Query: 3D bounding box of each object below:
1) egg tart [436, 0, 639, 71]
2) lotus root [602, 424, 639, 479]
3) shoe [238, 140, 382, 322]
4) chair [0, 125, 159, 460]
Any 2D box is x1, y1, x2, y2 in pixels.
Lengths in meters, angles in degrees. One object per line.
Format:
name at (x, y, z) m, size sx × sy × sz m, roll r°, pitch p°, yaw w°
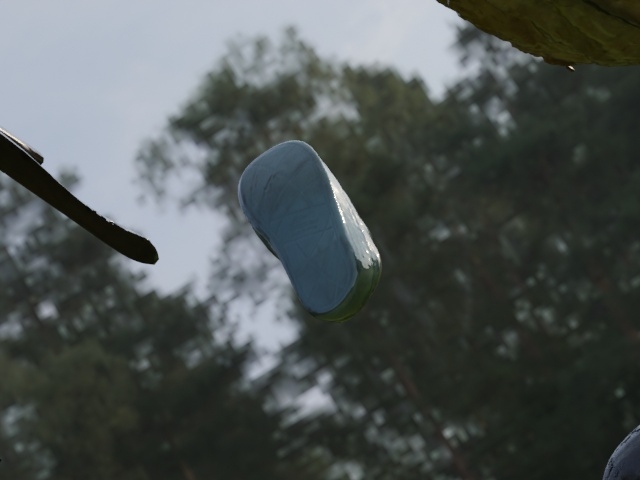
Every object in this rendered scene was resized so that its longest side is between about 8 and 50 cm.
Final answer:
egg tart at (0.205, -0.251, 1.716) m, size 0.153 × 0.339 × 0.351 m, roll -54°, pitch -12°, yaw 19°
lotus root at (0.393, 0.246, 2.096) m, size 0.209 × 0.120 × 0.120 m, roll -43°, pitch -23°, yaw 19°
shoe at (0.000, 0.000, 1.902) m, size 0.103 × 0.251 × 0.100 m, roll -39°, pitch -47°, yaw 10°
chair at (-0.255, -0.045, 0.880) m, size 0.160 × 0.186 × 0.319 m, roll -52°, pitch -49°, yaw 0°
